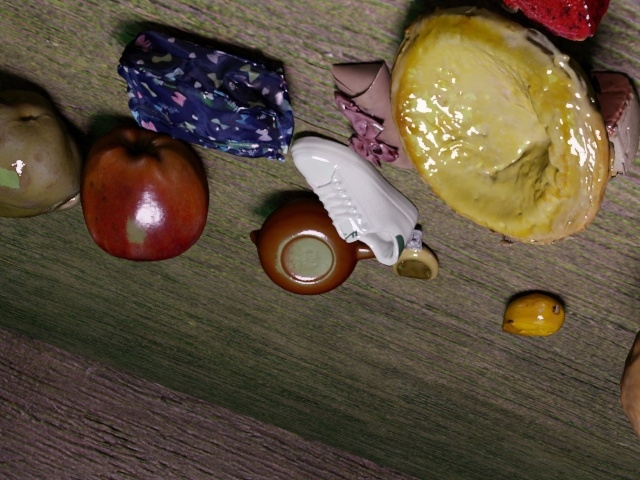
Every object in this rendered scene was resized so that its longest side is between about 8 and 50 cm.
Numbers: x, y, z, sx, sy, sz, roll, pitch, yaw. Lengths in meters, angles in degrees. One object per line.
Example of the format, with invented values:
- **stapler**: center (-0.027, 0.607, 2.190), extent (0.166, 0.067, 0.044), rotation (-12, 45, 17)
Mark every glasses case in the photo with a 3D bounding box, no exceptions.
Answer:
- **glasses case**: center (0.065, -0.161, 1.247), extent (0.102, 0.070, 0.193), rotation (5, 150, 28)

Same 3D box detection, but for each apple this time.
- **apple**: center (-0.294, -0.074, 1.498), extent (0.234, 0.234, 0.234), rotation (15, 153, 8)

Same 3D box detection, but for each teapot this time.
- **teapot**: center (0.000, 0.000, 1.560), extent (0.252, 0.135, 0.178), rotation (-1, 122, 0)

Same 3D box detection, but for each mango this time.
- **mango**: center (0.386, 0.142, 1.632), extent (0.101, 0.066, 0.187), rotation (12, 159, -6)

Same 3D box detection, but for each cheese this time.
- **cheese**: center (0.166, 0.021, 1.570), extent (0.086, 0.036, 0.162), rotation (11, 153, 12)

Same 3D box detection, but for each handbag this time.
- **handbag**: center (-0.160, -0.202, 1.269), extent (0.260, 0.113, 0.162), rotation (16, 149, 7)

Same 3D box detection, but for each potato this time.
- **potato**: center (-0.511, -0.136, 1.537), extent (0.218, 0.202, 0.351), rotation (2, 165, 6)

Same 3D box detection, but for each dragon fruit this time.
- **dragon fruit**: center (0.231, -0.287, 0.900), extent (0.106, 0.083, 0.162), rotation (2, 125, 48)

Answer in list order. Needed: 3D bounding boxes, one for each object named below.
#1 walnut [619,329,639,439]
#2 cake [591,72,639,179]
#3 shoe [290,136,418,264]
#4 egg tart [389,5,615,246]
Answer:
- **walnut**: center (0.606, 0.197, 1.264), extent (0.383, 0.383, 0.383), rotation (15, 153, 8)
- **cake**: center (0.297, -0.164, 1.131), extent (0.225, 0.090, 0.109), rotation (22, 161, 37)
- **shoe**: center (0.052, -0.058, 1.413), extent (0.265, 0.110, 0.095), rotation (32, 152, -30)
- **egg tart**: center (0.217, -0.143, 1.036), extent (0.315, 0.120, 0.315), rotation (35, 146, 28)
